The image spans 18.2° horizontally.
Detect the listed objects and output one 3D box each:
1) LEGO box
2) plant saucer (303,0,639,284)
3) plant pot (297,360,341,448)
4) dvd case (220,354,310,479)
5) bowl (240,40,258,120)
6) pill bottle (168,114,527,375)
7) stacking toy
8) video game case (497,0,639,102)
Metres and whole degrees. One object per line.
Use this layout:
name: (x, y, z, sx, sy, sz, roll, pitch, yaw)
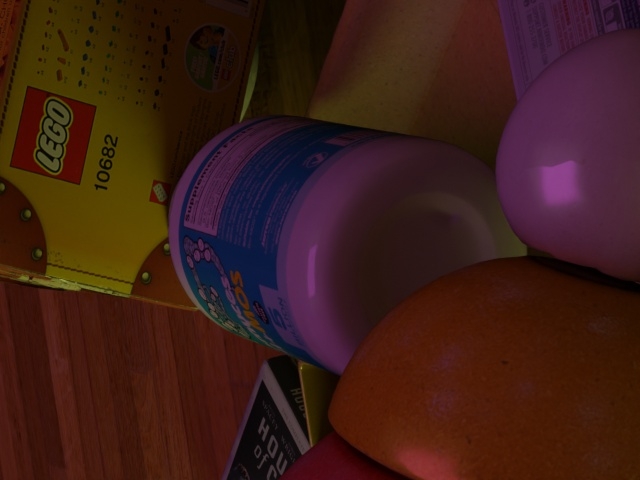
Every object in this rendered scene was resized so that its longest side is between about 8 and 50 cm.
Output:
LEGO box: (-0.213, -0.219, 1.444, 0.372, 0.193, 0.500, 5, 82, 51)
plant saucer: (0.106, -0.015, 1.254, 0.333, 0.081, 0.332, 63, 150, 31)
plant pot: (0.043, 0.118, 1.421, 0.081, 0.083, 0.081, -4, 95, 63)
dvd case: (-0.028, 0.237, 1.668, 0.179, 0.030, 0.238, 61, 148, 33)
bowl: (-0.143, -0.145, 1.599, 0.298, 0.134, 0.297, -21, 63, 47)
pill bottle: (0.000, 0.000, 1.216, 0.264, 0.146, 0.146, 16, 113, 62)
stacking toy: (0.106, 0.133, 0.974, 0.350, 0.351, 0.479, 31, 106, 57)
video game case: (0.172, -0.128, 1.042, 0.183, 0.023, 0.201, -25, 66, 40)
